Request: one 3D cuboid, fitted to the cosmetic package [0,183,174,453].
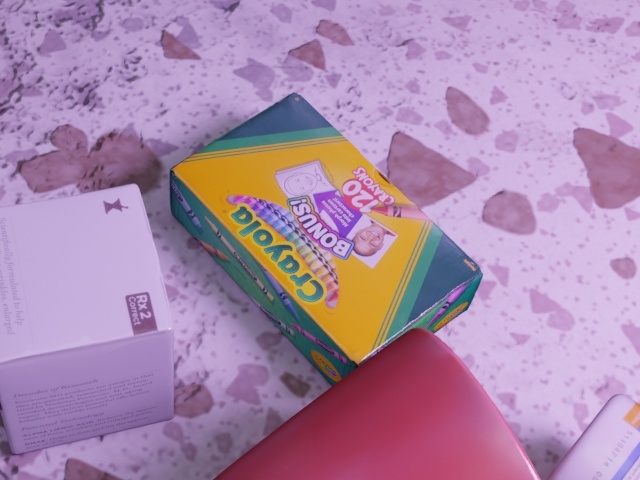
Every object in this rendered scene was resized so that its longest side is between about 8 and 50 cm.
[{"bbox_3d":[-0.215,0.071,1.066,0.151,0.183,0.151,-11,59,-13],"label":"cosmetic package"}]

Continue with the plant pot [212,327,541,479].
[{"bbox_3d":[0.036,0.241,0.955,0.243,0.275,0.275,-28,64,-9],"label":"plant pot"}]

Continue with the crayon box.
[{"bbox_3d":[0.000,0.000,1.196,0.165,0.081,0.278,-35,67,-25],"label":"crayon box"}]

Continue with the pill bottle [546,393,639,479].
[{"bbox_3d":[0.317,0.266,1.019,0.272,0.152,0.152,37,61,17],"label":"pill bottle"}]
